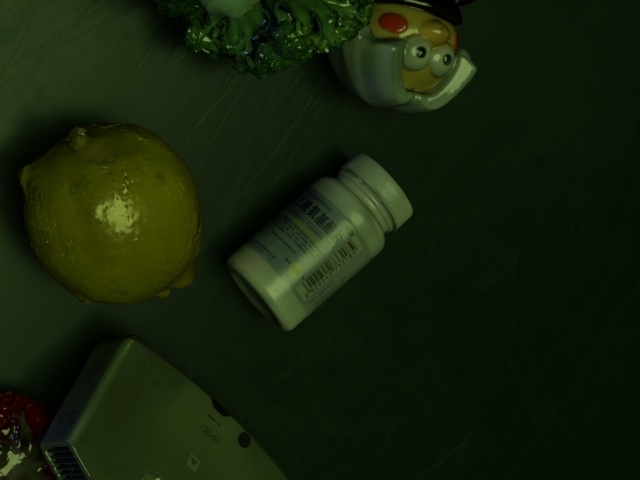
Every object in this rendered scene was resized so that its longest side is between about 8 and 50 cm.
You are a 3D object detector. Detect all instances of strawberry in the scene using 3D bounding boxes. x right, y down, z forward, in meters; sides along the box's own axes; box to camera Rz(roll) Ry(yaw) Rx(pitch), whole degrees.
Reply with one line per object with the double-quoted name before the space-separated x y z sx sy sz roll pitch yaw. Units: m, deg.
"strawberry" -0.324 0.219 1.919 0.145 0.086 0.145 -5 102 -22

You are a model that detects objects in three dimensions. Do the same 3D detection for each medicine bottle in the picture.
"medicine bottle" 0.000 0.000 2.001 0.186 0.103 0.103 -41 111 -10

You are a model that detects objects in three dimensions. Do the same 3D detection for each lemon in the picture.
"lemon" -0.201 -0.023 1.882 0.173 0.173 0.206 -44 111 -10

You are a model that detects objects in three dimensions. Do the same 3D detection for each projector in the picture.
"projector" -0.163 0.246 1.947 0.269 0.088 0.193 46 53 -27

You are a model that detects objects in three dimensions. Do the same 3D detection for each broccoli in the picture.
"broccoli" -0.064 -0.283 1.844 0.270 0.270 0.270 2 111 5

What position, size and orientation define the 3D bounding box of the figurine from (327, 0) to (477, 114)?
"figurine" 0.101 -0.249 1.988 0.176 0.133 0.236 12 89 -34
